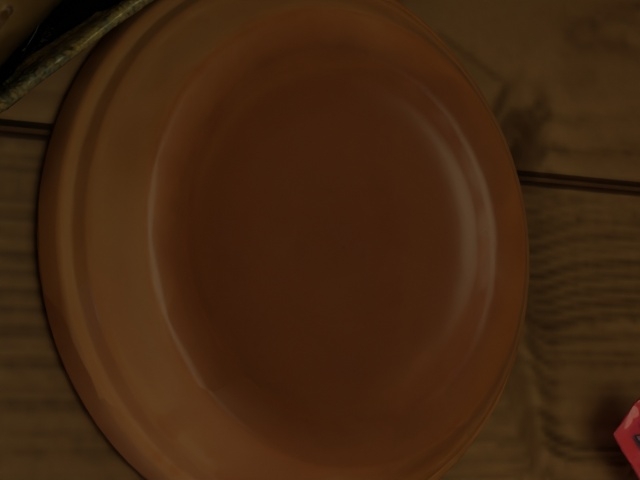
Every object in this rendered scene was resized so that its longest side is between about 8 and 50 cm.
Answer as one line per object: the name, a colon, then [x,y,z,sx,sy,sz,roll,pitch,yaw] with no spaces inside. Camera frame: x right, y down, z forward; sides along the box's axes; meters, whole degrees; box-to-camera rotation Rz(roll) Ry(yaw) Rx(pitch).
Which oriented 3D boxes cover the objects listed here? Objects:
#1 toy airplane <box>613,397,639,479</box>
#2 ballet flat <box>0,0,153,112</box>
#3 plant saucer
toy airplane: [0.149,0.135,0.705,0.151,0.028,0.151,5,80,-33]
ballet flat: [-0.106,-0.086,0.502,0.348,0.123,0.123,-43,108,-31]
plant saucer: [0.000,0.000,0.613,0.200,0.037,0.200,5,81,-35]
